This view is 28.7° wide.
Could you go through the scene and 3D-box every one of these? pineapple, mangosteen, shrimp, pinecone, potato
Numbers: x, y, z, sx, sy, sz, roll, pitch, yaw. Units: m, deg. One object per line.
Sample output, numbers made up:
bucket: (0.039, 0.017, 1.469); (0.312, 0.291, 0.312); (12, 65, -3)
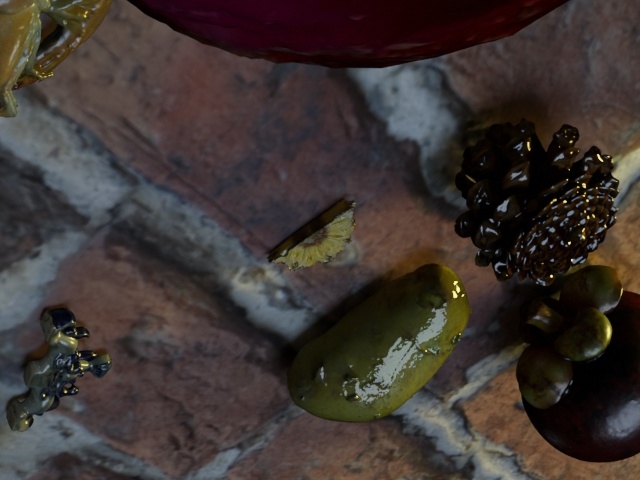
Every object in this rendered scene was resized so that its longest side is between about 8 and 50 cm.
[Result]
pineapple: (0.000, 0.000, 1.025); (0.083, 0.019, 0.045); (-38, 138, 12)
mangosteen: (0.271, 0.120, 1.243); (0.199, 0.200, 0.200); (-19, 143, -15)
shrimp: (-0.178, -0.122, 0.747); (0.099, 0.041, 0.180); (-11, 141, -48)
pinecone: (0.167, -0.035, 1.009); (0.140, 0.121, 0.140); (-17, 138, -17)
potato: (0.057, 0.095, 1.126); (0.188, 0.085, 0.105); (-44, 120, 14)

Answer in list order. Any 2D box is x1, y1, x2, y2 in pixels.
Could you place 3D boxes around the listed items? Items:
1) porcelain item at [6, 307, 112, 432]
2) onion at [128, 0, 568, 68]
porcelain item: (-0.201, 0.103, 1.008); (0.075, 0.021, 0.136); (-5, 138, -37)
onion: (-0.053, -0.247, 0.458); (0.420, 0.398, 0.398); (-3, 147, 16)
